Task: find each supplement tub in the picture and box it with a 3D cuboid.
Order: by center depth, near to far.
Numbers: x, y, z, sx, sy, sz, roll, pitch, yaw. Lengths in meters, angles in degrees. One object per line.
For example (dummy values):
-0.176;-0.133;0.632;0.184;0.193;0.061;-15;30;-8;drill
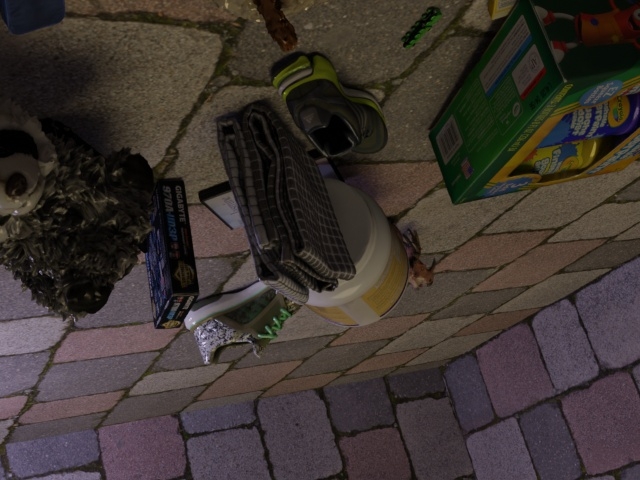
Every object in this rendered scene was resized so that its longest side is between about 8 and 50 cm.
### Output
0.035;0.027;1.624;0.241;0.241;0.331;-20;160;9;supplement tub

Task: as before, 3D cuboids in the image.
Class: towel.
-0.052;-0.053;1.347;0.121;0.284;0.235;-21;161;9;towel

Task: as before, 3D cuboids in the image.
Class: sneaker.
0.027;-0.179;1.310;0.111;0.121;0.300;-25;158;24;sneaker
-0.143;0.206;2.107;0.410;0.182;0.158;-21;159;10;sneaker

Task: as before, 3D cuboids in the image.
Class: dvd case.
-0.087;-0.095;1.590;0.253;0.022;0.180;-19;160;8;dvd case

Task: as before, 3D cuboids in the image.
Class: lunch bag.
-0.315;-0.272;0.882;0.067;0.065;0.098;-25;164;-25;lunch bag

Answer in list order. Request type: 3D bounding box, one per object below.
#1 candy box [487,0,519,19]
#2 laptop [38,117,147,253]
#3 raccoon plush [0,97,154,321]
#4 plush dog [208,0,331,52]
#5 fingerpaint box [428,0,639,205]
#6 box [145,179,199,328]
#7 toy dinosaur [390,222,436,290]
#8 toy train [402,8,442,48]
0.286;-0.379;1.124;0.105;0.027;0.206;-19;160;0;candy box
-0.405;-0.063;1.253;0.136;0.264;0.234;-49;173;-23;laptop
-0.420;-0.038;1.036;0.299;0.216;0.446;30;150;-33;raccoon plush
-0.025;-0.309;0.876;0.262;0.210;0.225;-34;177;39;plush dog
0.435;-0.238;1.379;0.371;0.163;0.445;-12;163;-17;fingerpaint box
-0.271;0.027;1.478;0.051;0.220;0.175;-2;156;-23;box
0.160;0.021;1.963;0.200;0.127;0.296;-25;148;1;toy dinosaur
0.149;-0.310;1.216;0.023;0.017;0.083;-16;163;-36;toy train
